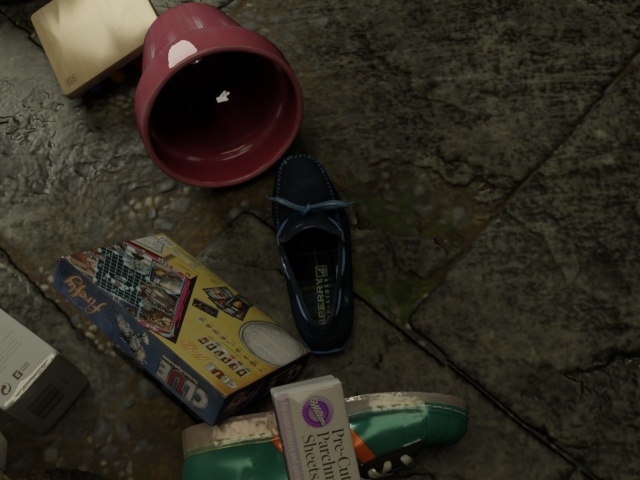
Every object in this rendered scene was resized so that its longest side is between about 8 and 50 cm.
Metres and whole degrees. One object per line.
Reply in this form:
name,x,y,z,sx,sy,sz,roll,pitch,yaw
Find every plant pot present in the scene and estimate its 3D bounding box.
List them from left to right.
plant pot,-0.141,-0.198,1.040,0.201,0.201,0.180,-22,48,-6

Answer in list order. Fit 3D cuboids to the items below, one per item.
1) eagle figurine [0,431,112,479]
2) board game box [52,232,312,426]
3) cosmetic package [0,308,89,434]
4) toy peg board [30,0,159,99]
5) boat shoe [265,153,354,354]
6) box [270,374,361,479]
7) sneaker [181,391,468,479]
eagle figurine,-0.272,0.307,0.792,0.298,0.225,0.226,2,42,18
board game box,-0.149,0.086,0.913,0.243,0.165,0.042,36,115,21
cosmetic package,-0.383,0.112,0.938,0.231,0.117,0.085,33,70,18
toy peg board,-0.294,-0.282,1.162,0.160,0.079,0.161,-32,64,6
boat shoe,0.000,0.000,0.975,0.109,0.089,0.258,-15,63,-3
box,0.017,0.290,0.767,0.067,0.063,0.324,-10,89,-8
sneaker,0.009,0.232,0.856,0.302,0.108,0.121,-11,68,5
